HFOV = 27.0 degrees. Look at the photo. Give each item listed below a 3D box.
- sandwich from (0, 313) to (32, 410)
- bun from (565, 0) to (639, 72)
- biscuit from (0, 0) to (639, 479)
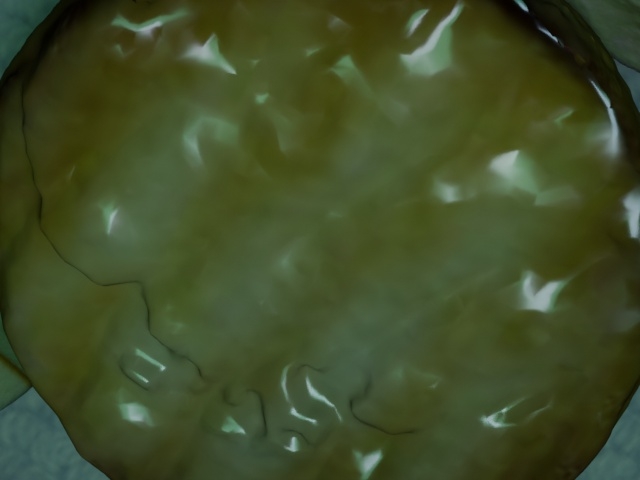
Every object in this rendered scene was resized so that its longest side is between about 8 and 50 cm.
[{"bbox_3d":[-0.194,0.025,0.586,0.079,0.113,0.163,-35,102,7],"label":"sandwich"},{"bbox_3d":[0.187,-0.148,0.539,0.128,0.178,0.193,41,67,-47],"label":"bun"},{"bbox_3d":[0.000,0.000,0.574,0.296,0.102,0.296,4,113,10],"label":"biscuit"}]
